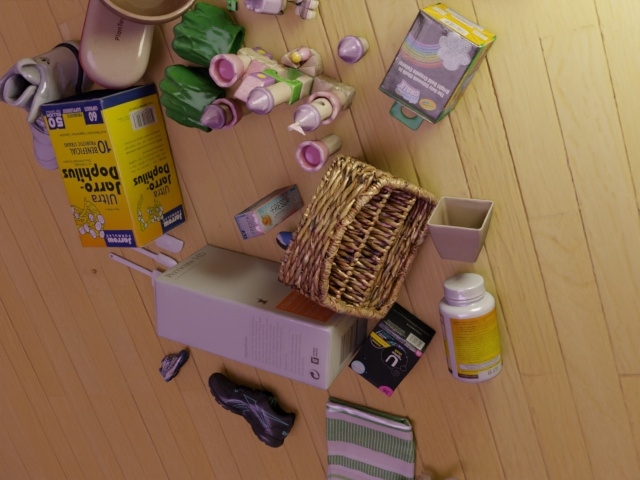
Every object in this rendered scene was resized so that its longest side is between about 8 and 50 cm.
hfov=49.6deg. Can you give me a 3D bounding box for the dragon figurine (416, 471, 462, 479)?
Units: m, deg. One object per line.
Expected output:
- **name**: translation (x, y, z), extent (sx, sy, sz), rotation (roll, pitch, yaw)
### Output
- **dragon figurine**: translation (0.263, 0.655, 1.707), extent (0.289, 0.085, 0.144), rotation (-31, 110, 23)

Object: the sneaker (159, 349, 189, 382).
- **sneaker**: translation (-0.422, 0.346, 1.962), extent (0.058, 0.052, 0.135), rotation (44, 124, 9)

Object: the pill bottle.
- **pill bottle**: translation (0.315, 0.183, 1.464), extent (0.117, 0.117, 0.215), rotation (-1, 111, 28)

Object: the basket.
- **basket**: translation (0.080, 0.000, 1.402), extent (0.223, 0.213, 0.299), rotation (29, 99, 13)

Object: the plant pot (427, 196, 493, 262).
- **plant pot**: translation (0.286, -0.017, 1.404), extent (0.109, 0.109, 0.096), rotation (7, 127, 25)

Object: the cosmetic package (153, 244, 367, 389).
- **cosmetic package**: translation (-0.138, 0.165, 1.626), extent (0.453, 0.230, 0.161), rotation (13, 116, 21)

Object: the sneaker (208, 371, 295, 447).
- **sneaker**: translation (-0.182, 0.433, 1.865), extent (0.267, 0.101, 0.106), rotation (38, 102, 9)

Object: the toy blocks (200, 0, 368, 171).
- **toy blocks**: translation (-0.090, -0.314, 1.368), extent (0.289, 0.260, 0.309), rotation (28, 122, 15)

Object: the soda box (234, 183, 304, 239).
- **soda box**: translation (-0.111, -0.066, 1.535), extent (0.063, 0.183, 0.058), rotation (-14, 104, 33)

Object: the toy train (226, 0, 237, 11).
- **toy train**: translation (-0.187, -0.528, 1.471), extent (0.024, 0.017, 0.083), rotation (9, 116, 13)

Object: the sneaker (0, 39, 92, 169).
- **sneaker**: translation (-0.698, -0.315, 1.715), extent (0.137, 0.210, 0.366), rotation (35, 123, 10)

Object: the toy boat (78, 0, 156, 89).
- **toy boat**: translation (-0.460, -0.457, 1.579), extent (0.151, 0.151, 0.231), rotation (12, 89, -16)

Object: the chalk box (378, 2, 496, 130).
- **chalk box**: translation (0.207, -0.311, 1.295), extent (0.132, 0.132, 0.213), rotation (35, 124, 9)

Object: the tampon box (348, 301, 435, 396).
- **tampon box**: translation (0.163, 0.249, 1.581), extent (0.120, 0.101, 0.161), rotation (36, 123, 10)

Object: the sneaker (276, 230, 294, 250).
- **sneaker**: translation (0.000, 0.000, 1.581), extent (0.211, 0.080, 0.081), rotation (10, 104, 17)

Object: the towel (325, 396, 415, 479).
- **towel**: translation (0.123, 0.571, 1.785), extent (0.248, 0.038, 0.324), rotation (10, 116, 23)

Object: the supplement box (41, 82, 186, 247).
- **supplement box**: translation (-0.490, -0.179, 1.676), extent (0.194, 0.195, 0.356), rotation (0, 112, 27)

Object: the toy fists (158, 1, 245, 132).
- **toy fists**: translation (-0.268, -0.383, 1.534), extent (0.142, 0.096, 0.279), rotation (26, 120, 4)

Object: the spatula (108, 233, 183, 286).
- **spatula**: translation (-0.478, 0.034, 1.871), extent (0.242, 0.019, 0.168), rotation (21, 121, 18)

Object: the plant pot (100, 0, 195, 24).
- **plant pot**: translation (-0.372, -0.557, 1.467), extent (0.237, 0.237, 0.110), rotation (54, 162, -3)
